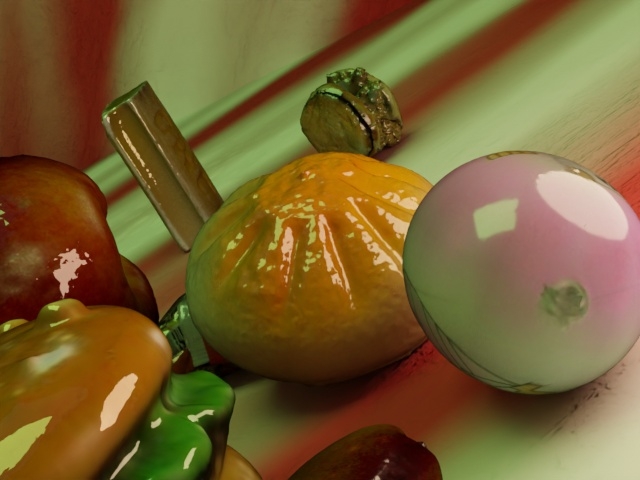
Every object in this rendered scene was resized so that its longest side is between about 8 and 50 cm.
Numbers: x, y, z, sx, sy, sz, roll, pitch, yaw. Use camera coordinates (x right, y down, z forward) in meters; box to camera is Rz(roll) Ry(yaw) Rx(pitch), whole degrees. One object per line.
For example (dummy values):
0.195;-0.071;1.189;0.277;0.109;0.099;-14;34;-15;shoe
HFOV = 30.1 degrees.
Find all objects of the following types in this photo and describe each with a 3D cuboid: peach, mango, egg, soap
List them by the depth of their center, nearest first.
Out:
0.003;0.222;0.786;0.133;0.111;0.267;-4;25;26;mango
0.158;0.021;0.969;0.196;0.196;0.271;-34;16;-12;egg
-0.367;0.107;1.420;0.406;0.310;0.335;-51;-12;-18;peach
-0.270;-0.131;2.064;0.089;0.274;0.173;-29;16;10;soap

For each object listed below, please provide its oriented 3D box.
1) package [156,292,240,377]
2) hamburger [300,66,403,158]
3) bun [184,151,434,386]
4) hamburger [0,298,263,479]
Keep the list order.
-0.099;0.080;1.424;0.223;0.108;0.288;-25;14;15;package
0.059;-0.206;1.912;0.131;0.159;0.185;-38;-2;-33;hamburger
0.000;0.000;1.223;0.299;0.164;0.299;-8;34;5;bun
-0.235;0.225;0.915;0.396;0.277;0.395;-30;16;9;hamburger
